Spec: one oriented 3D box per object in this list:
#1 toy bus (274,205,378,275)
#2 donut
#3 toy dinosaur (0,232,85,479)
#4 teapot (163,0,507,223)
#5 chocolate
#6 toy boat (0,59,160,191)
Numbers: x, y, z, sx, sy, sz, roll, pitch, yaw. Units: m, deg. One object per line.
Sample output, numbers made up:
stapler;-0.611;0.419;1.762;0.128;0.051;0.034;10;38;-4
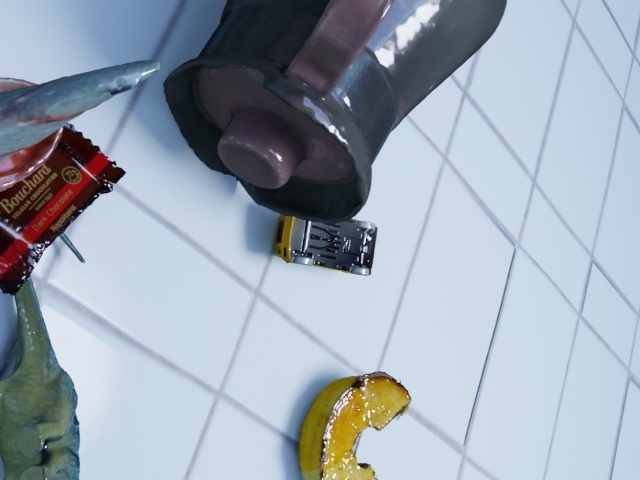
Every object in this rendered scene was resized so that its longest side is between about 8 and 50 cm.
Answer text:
toy bus;0.000;0.000;1.083;0.162;0.074;0.070;13;84;-50
donut;0.034;0.243;1.104;0.146;0.078;0.181;28;73;-43
toy dinosaur;-0.247;0.163;0.785;0.147;0.076;0.363;-14;96;-82
teapot;0.025;-0.225;0.932;0.305;0.376;0.362;31;68;-8
chocolate;-0.255;-0.033;0.816;0.086;0.028;0.182;38;48;-9
toy boat;-0.237;-0.081;0.663;0.206;0.282;0.096;-28;106;-47
